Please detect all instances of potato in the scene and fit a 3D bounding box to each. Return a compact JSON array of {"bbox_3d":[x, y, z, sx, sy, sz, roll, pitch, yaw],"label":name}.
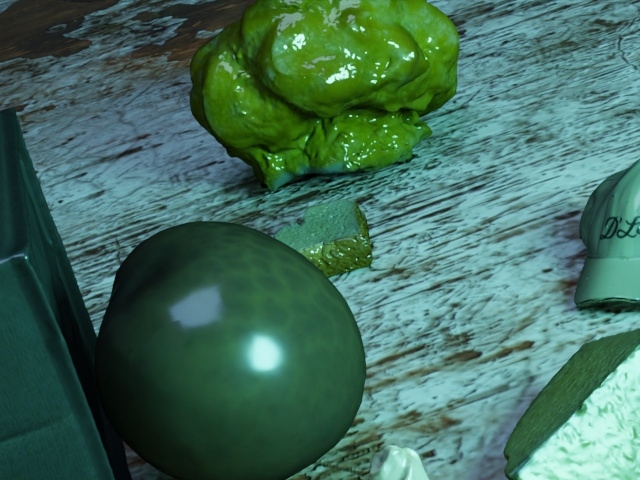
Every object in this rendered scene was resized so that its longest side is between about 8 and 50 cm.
[{"bbox_3d":[0.179,0.132,1.062,0.149,0.081,0.120,-43,1,-16],"label":"potato"}]

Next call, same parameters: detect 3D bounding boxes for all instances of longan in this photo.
[{"bbox_3d":[-0.066,0.082,1.144,0.198,0.198,0.212,-22,27,-13],"label":"longan"}]

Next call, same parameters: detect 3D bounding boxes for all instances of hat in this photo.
[{"bbox_3d":[0.243,-0.006,1.286,0.122,0.081,0.166,-2,38,33],"label":"hat"}]

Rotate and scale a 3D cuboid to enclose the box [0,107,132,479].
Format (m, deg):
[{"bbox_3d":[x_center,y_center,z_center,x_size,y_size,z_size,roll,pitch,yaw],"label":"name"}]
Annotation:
[{"bbox_3d":[-0.274,0.086,1.182,0.204,0.251,0.345,-18,25,-5],"label":"box"}]

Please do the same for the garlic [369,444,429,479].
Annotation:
[{"bbox_3d":[0.080,0.181,0.805,0.199,0.226,0.199,-18,25,9],"label":"garlic"}]

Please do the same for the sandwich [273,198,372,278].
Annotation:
[{"bbox_3d":[0.000,0.000,1.457,0.093,0.036,0.105,-14,24,7],"label":"sandwich"}]

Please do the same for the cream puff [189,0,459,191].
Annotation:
[{"bbox_3d":[0.015,-0.145,1.618,0.281,0.185,0.282,-20,-16,-6],"label":"cream puff"}]
